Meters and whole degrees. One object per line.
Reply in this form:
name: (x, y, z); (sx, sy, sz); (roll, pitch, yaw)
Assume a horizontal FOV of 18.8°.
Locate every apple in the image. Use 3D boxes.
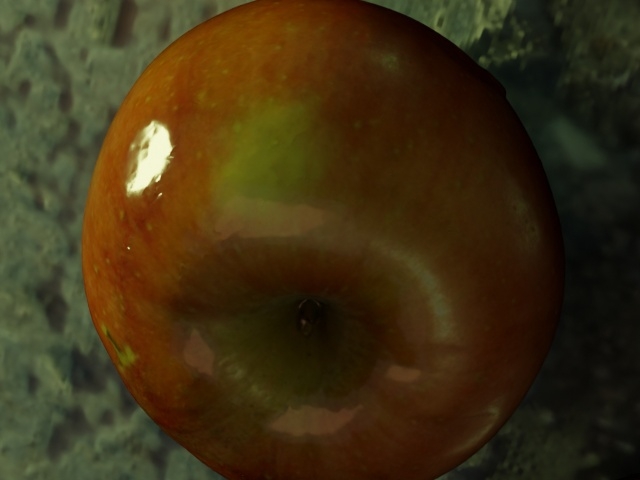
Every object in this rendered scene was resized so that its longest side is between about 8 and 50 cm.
apple: (0.000, 0.000, 0.628); (0.163, 0.139, 0.163); (2, 117, 5)

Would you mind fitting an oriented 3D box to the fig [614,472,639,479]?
fig: (0.110, 0.137, 0.652); (0.088, 0.125, 0.089); (11, 121, 18)
